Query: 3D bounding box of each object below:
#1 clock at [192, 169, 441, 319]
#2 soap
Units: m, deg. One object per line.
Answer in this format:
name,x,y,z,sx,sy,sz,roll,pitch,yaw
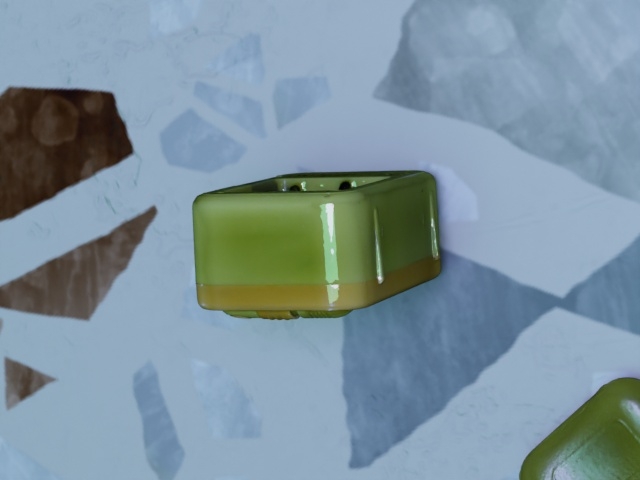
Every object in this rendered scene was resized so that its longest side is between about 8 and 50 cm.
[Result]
clock,0.000,0.000,1.468,0.143,0.202,0.096,-3,96,22
soap,0.217,0.168,1.493,0.089,0.045,0.140,47,110,6
